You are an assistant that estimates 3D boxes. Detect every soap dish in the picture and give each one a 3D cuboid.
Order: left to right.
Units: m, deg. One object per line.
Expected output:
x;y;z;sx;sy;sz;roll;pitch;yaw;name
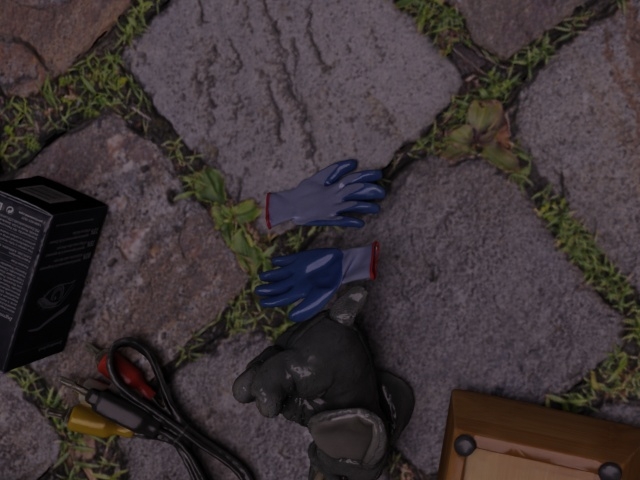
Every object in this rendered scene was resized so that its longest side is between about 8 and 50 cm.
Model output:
0.229;0.332;1.566;0.228;0.118;0.291;11;97;15;soap dish

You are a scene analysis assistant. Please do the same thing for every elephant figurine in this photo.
0.030;0.207;1.612;0.169;0.186;0.239;-42;95;-27;elephant figurine

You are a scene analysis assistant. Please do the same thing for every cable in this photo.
-0.189;0.221;1.727;0.287;0.072;0.139;30;86;-1;cable

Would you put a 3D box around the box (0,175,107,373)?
-0.360;0.038;1.693;0.108;0.153;0.207;23;101;14;box

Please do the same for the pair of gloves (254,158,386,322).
0.000;0.000;1.602;0.159;0.023;0.198;-14;56;25;pair of gloves
